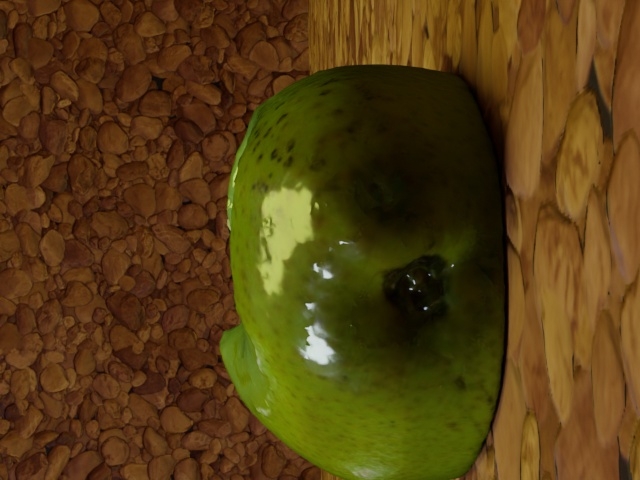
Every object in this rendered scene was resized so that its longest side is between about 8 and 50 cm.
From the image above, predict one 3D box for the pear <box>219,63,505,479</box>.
[{"bbox_3d":[0.018,0.015,0.708,0.292,0.159,0.292,180,90,-85],"label":"pear"}]
